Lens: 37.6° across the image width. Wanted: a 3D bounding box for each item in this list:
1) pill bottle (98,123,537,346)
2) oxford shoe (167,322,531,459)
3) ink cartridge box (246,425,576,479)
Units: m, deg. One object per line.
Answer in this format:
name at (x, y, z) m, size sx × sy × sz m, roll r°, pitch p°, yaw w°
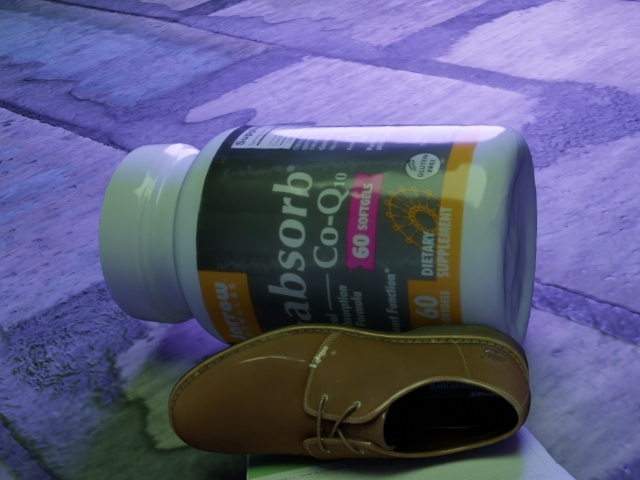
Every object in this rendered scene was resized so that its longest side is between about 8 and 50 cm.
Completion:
pill bottle at (0.000, 0.000, 0.649) m, size 0.278 × 0.162 × 0.162 m, roll 2°, pitch 31°, yaw 21°
oxford shoe at (0.011, 0.090, 0.524) m, size 0.212 × 0.076 × 0.076 m, roll -9°, pitch 15°, yaw 10°
ink cartridge box at (0.046, 0.150, 0.482) m, size 0.171 × 0.056 × 0.235 m, roll -11°, pitch 5°, yaw -3°
